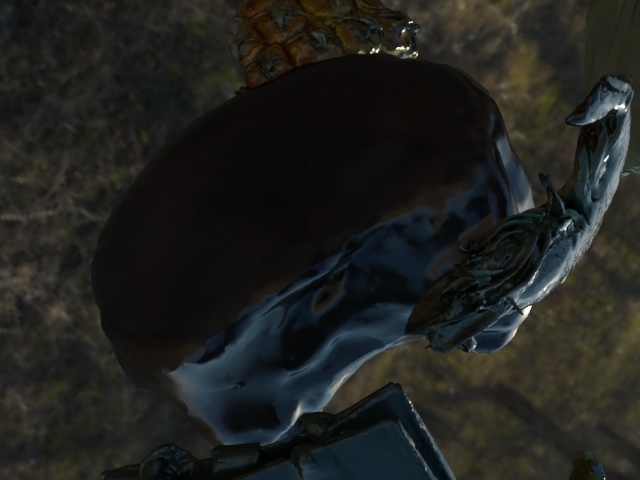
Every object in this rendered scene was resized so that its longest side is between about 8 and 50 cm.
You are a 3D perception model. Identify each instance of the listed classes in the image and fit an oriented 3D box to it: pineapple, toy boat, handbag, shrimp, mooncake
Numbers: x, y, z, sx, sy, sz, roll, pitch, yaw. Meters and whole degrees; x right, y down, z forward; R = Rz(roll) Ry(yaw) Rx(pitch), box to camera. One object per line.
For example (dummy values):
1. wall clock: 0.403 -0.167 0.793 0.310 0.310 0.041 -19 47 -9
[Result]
1. pineapple: 0.016 -0.230 1.395 0.161 0.158 0.334 -33 164 23
2. toy boat: 0.258 0.259 1.164 0.049 0.149 0.047 -17 167 -38
3. handbag: -0.004 0.232 0.966 0.248 0.260 0.079 -21 -146 17
4. shrimp: 0.148 -0.025 0.871 0.296 0.058 0.169 -32 139 -52
5. mooncake: 0.000 0.000 1.160 0.381 0.350 0.212 -19 134 11

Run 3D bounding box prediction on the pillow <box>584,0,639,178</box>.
1. pillow: 0.401 -0.221 1.665 0.281 0.076 0.274 167 -75 -78
